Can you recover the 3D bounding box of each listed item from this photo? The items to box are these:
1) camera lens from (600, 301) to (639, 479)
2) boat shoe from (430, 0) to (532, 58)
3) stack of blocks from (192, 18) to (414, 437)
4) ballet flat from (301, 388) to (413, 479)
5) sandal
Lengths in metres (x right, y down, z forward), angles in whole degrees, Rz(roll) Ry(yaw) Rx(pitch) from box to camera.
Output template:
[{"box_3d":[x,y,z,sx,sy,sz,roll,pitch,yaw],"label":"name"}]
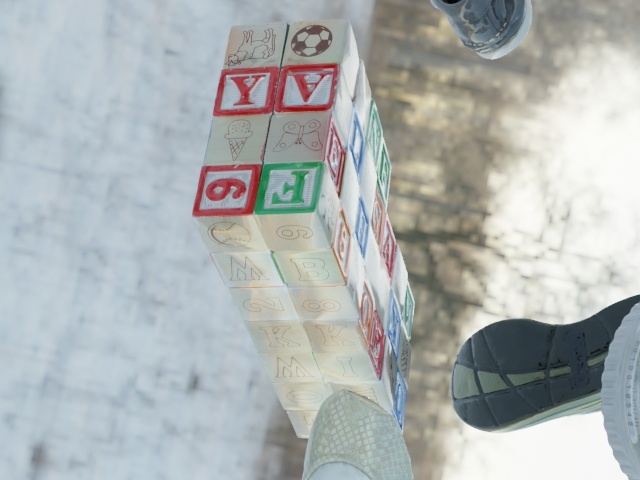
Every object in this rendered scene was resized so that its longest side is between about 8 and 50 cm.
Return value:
[{"box_3d":[0.379,0.124,1.359,0.274,0.219,0.219,-6,-110,60],"label":"camera lens"},{"box_3d":[0.155,-0.348,1.911,0.095,0.112,0.335,34,36,-44],"label":"boat shoe"},{"box_3d":[0.000,0.000,1.289,0.297,0.087,0.171,70,23,-51],"label":"stack of blocks"},{"box_3d":[0.015,0.157,0.831,0.052,0.057,0.168,-18,108,-72],"label":"ballet flat"},{"box_3d":[0.259,0.134,1.752,0.086,0.303,0.120,33,53,-44],"label":"sandal"}]
